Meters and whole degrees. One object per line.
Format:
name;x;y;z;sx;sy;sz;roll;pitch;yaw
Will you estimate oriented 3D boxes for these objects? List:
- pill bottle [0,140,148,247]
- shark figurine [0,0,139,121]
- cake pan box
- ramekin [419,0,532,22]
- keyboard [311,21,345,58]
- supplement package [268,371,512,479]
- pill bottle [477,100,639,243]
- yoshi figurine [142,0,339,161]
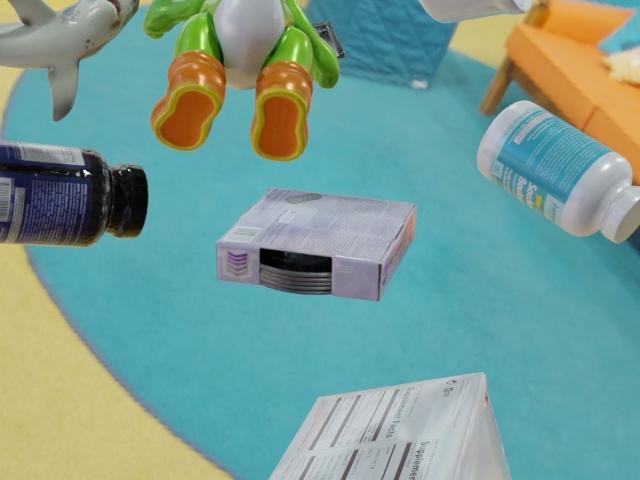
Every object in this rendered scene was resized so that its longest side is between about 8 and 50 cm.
pill bottle;-0.325;-0.054;1.205;0.219;0.122;0.122;4;38;-28
shark figurine;-0.340;-0.234;1.091;0.278;0.166;0.116;11;20;-6
cake pan box;0.000;0.000;1.499;0.246;0.070;0.267;5;22;14
ramekin;0.208;-0.452;1.467;0.135;0.277;0.277;-10;24;24
keyboard;-0.053;-0.348;1.761;0.180;0.023;0.108;-14;68;-28
supplement package;0.072;0.264;0.733;0.145;0.261;0.204;-13;14;19
pill bottle;0.391;-0.104;1.607;0.146;0.146;0.264;-16;44;-45
yoshi figurine;-0.093;-0.235;1.125;0.203;0.203;0.362;46;34;-42
